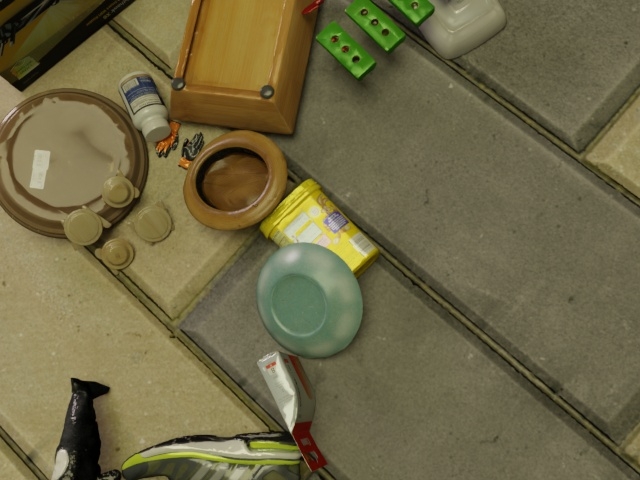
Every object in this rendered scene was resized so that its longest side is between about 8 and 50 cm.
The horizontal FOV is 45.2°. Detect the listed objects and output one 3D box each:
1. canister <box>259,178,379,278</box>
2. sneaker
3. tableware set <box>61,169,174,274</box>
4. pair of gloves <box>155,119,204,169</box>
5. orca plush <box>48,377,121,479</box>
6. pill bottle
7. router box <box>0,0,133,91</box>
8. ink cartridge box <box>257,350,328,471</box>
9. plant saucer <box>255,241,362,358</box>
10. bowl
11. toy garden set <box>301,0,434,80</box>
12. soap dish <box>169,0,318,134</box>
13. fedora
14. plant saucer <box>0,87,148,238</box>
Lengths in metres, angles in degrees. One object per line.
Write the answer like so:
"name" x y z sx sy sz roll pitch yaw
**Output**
"canister" 0.000 0.000 1.281 0.126 0.073 0.170 -43 76 -2
"sneaker" -0.170 0.370 1.206 0.299 0.111 0.121 -5 82 11
"tableware set" -0.351 -0.028 1.336 0.168 0.020 0.141 -42 108 -4
"pair of gloves" -0.256 -0.174 1.393 0.083 0.010 0.074 25 82 13
"orca plush" -0.362 0.368 1.228 0.102 0.151 0.287 3 55 1
"pill bottle" -0.314 -0.239 1.385 0.067 0.067 0.120 -28 72 2
"router box" -0.498 -0.434 1.371 0.309 0.243 0.081 -40 74 -1
"ink cartridge box" -0.027 0.260 1.186 0.045 0.145 0.179 -32 75 2
"plant saucer" -0.028 0.101 1.236 0.194 0.037 0.195 4 100 24
"bowl" 0.241 -0.407 1.350 0.142 0.053 0.142 -32 74 2
"toy garden set" 0.088 -0.419 1.328 0.244 0.049 0.204 -43 76 -1
"soap dish" -0.137 -0.345 1.359 0.228 0.118 0.291 9 80 11
"fedora" -0.136 -0.093 1.313 0.194 0.079 0.194 -7 69 18
"plant saucer" -0.447 -0.142 1.358 0.277 0.041 0.278 2 80 -9
